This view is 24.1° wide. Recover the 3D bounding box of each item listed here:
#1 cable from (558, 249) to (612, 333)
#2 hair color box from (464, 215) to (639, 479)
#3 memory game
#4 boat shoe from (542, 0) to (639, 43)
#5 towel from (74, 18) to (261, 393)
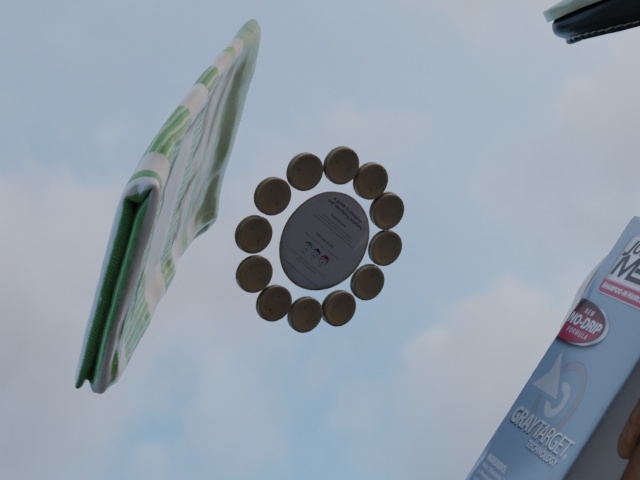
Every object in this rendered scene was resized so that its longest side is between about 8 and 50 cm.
[{"bbox_3d":[0.320,0.049,1.306,0.257,0.257,0.089,-42,-80,9],"label":"cable"},{"bbox_3d":[0.183,0.193,0.909,0.185,0.113,0.374,33,-91,-15],"label":"hair color box"},{"bbox_3d":[0.000,0.000,1.408,0.186,0.012,0.186,-11,-66,-27],"label":"memory game"},{"bbox_3d":[0.361,-0.198,1.243,0.340,0.127,0.113,-16,-82,6],"label":"boat shoe"},{"bbox_3d":[-0.132,-0.036,1.383,0.038,0.325,0.248,21,-57,5],"label":"towel"}]
